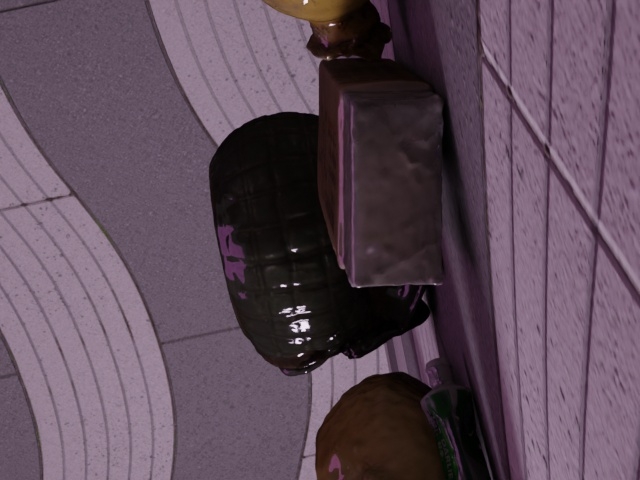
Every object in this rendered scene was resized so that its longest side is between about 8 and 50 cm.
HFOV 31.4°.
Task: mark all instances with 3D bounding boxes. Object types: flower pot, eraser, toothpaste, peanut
[{"bbox_3d":[0.000,0.000,1.286,0.302,0.213,0.302,-11,-90,-89],"label":"flower pot"},{"bbox_3d":[0.044,-0.070,0.944,0.343,0.078,0.144,-103,12,-76],"label":"eraser"},{"bbox_3d":[0.131,0.217,0.975,0.078,0.046,0.248,74,-178,-65],"label":"toothpaste"},{"bbox_3d":[0.069,0.222,1.152,0.340,0.158,0.174,35,-133,-81],"label":"peanut"}]

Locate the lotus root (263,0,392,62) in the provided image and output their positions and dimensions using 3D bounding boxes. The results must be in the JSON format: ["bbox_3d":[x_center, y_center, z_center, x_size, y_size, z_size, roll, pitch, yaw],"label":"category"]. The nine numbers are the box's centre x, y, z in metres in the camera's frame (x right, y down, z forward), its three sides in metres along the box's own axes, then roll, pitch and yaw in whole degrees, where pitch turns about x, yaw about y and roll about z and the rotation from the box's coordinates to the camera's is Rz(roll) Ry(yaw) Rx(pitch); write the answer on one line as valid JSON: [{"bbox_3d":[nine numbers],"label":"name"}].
[{"bbox_3d":[-0.019,-0.275,0.863,0.146,0.130,0.303,-99,-3,-56],"label":"lotus root"}]
